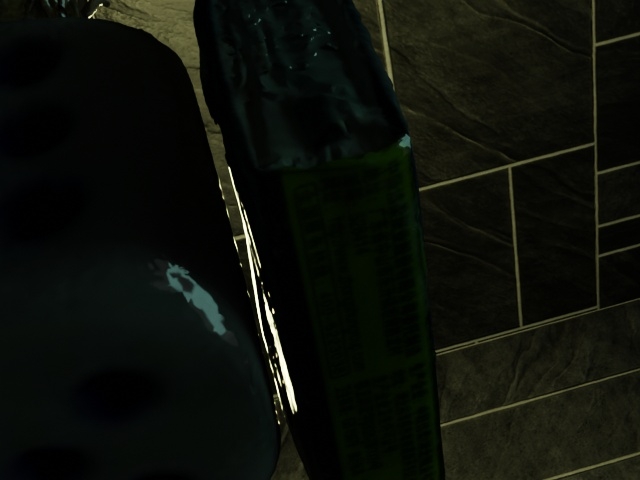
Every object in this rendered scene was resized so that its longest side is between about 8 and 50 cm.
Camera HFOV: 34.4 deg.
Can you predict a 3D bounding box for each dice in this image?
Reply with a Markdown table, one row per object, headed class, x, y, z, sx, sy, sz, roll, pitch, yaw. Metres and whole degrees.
| class | x | y | z | sx | sy | sz | roll | pitch | yaw |
| --- | --- | --- | --- | --- | --- | --- | --- | --- | --- |
| dice | -0.129 | 0.028 | 0.460 | 0.193 | 0.194 | 0.191 | -107 | -176 | -46 |

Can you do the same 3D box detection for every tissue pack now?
| class | x | y | z | sx | sy | sz | roll | pitch | yaw |
| --- | --- | --- | --- | --- | --- | --- | --- | --- | --- |
| tissue pack | 0.000 | 0.000 | 0.473 | 0.235 | 0.073 | 0.173 | 81 | -7 | -45 |

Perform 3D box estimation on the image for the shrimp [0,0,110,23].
| class | x | y | z | sx | sy | sz | roll | pitch | yaw |
| --- | --- | --- | --- | --- | --- | --- | --- | --- | --- |
| shrimp | -0.282 | -0.215 | 1.019 | 0.145 | 0.117 | 0.343 | -87 | 169 | -52 |
